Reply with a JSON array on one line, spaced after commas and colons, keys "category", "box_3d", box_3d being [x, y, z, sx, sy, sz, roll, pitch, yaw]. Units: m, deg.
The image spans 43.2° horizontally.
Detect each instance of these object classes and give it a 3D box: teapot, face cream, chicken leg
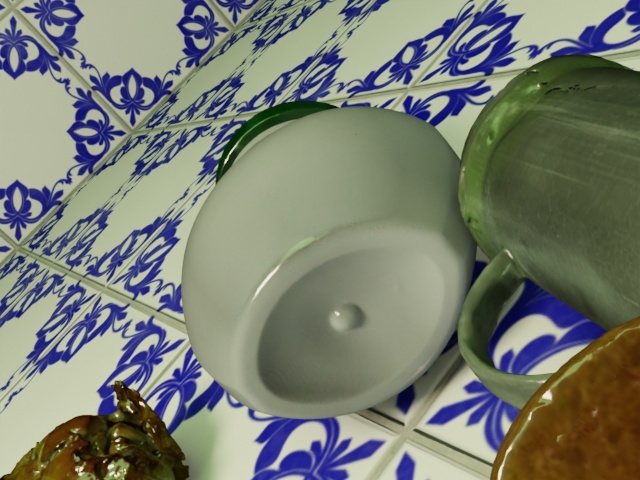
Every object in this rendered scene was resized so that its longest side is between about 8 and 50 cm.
[{"category": "teapot", "box_3d": [0.204, 0.001, 0.520, 0.270, 0.200, 0.337, -41, 22, 0]}, {"category": "face cream", "box_3d": [0.000, 0.000, 0.802, 0.312, 0.219, 0.357, -38, 23, 9]}, {"category": "chicken leg", "box_3d": [-0.266, 0.253, 0.881, 0.361, 0.140, 0.212, 5, 59, 54]}]

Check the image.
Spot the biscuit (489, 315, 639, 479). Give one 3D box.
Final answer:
[{"category": "biscuit", "box_3d": [0.204, 0.130, 0.290, 0.257, 0.049, 0.273, -45, 68, 8]}]
